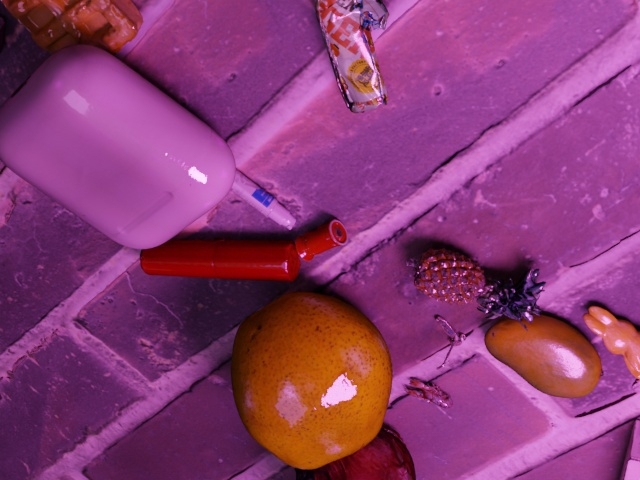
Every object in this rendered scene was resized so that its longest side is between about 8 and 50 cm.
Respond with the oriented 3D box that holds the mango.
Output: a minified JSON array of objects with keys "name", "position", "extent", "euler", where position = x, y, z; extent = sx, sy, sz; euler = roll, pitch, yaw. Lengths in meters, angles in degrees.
[{"name":"mango","position":[0.361,0.182,1.850],"extent":[0.191,0.085,0.122],"euler":[31,134,-3]}]

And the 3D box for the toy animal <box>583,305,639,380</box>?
[{"name":"toy animal","position":[0.481,0.154,1.801],"extent":[0.159,0.083,0.070],"euler":[35,158,9]}]

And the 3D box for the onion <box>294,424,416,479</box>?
[{"name":"onion","position":[0.055,0.448,2.106],"extent":[0.281,0.221,0.280],"euler":[35,140,35]}]

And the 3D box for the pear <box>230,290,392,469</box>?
[{"name":"pear","position":[-0.020,0.223,1.927],"extent":[0.294,0.294,0.294],"euler":[12,129,15]}]

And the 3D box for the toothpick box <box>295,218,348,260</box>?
[{"name":"toothpick box","position":[0.000,0.000,1.888],"extent":[0.083,0.047,0.047],"euler":[-25,113,36]}]

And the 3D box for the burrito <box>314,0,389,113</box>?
[{"name":"burrito","position":[0.050,-0.304,1.629],"extent":[0.104,0.054,0.288],"euler":[-4,124,25]}]

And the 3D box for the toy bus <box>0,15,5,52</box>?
[{"name":"toy bus","position":[-0.574,-0.274,1.776],"extent":[0.112,0.274,0.090],"euler":[15,129,-5]}]

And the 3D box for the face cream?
[{"name":"face cream","position":[-0.096,-0.064,1.887],"extent":[0.130,0.034,0.034],"euler":[38,131,-6]}]

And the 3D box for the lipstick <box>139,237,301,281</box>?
[{"name":"lipstick","position":[-0.173,0.032,1.971],"extent":[0.280,0.073,0.073],"euler":[1,126,21]}]

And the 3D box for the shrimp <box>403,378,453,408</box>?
[{"name":"shrimp","position":[0.189,0.265,2.024],"extent":[0.092,0.029,0.038],"euler":[16,131,16]}]

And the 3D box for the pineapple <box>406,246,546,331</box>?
[{"name":"pineapple","position":[0.241,0.063,1.808],"extent":[0.221,0.083,0.103],"euler":[18,101,13]}]

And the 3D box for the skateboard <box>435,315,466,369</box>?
[{"name":"skateboard","position":[0.203,0.170,1.909],"extent":[0.064,0.083,0.032],"euler":[46,129,-14]}]

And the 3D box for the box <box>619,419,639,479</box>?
[{"name":"box","position":[0.600,0.439,1.933],"extent":[0.203,0.106,0.251],"euler":[11,128,13]}]

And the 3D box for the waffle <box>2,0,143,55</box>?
[{"name":"waffle","position":[-0.406,-0.388,1.756],"extent":[0.168,0.057,0.274],"euler":[-27,112,35]}]

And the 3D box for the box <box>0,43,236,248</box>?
[{"name":"box","position":[-0.327,-0.140,1.827],"extent":[0.349,0.141,0.289],"euler":[37,132,-23]}]
